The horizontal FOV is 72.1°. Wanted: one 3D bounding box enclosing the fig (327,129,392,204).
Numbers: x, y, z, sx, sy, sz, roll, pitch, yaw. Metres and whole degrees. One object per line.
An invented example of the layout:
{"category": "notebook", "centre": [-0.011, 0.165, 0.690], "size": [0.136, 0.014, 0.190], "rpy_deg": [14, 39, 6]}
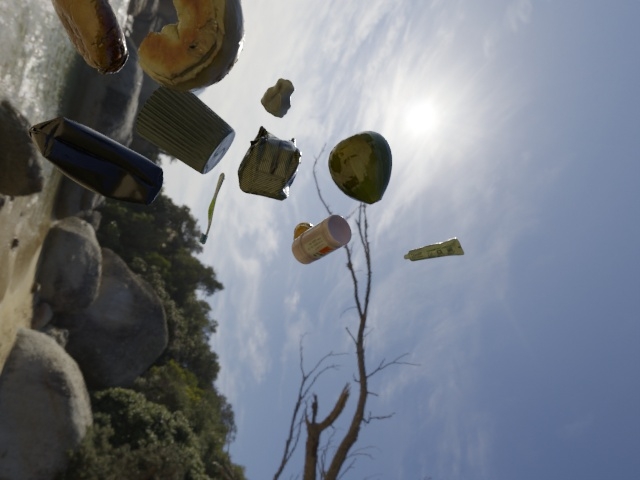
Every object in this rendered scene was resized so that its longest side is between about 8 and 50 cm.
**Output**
{"category": "fig", "centre": [0.190, -0.312, 1.947], "size": [0.316, 0.316, 0.316], "rpy_deg": [-41, -140, 47]}

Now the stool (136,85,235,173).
{"category": "stool", "centre": [-0.575, -0.486, 1.933], "size": [0.297, 0.330, 0.297], "rpy_deg": [-53, -175, 6]}

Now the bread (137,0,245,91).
{"category": "bread", "centre": [-0.275, -0.486, 1.056], "size": [0.314, 0.192, 0.171], "rpy_deg": [-52, 169, 20]}

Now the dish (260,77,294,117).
{"category": "dish", "centre": [-0.131, -0.428, 1.339], "size": [0.137, 0.091, 0.039], "rpy_deg": [-46, -165, 44]}

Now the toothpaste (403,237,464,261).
{"category": "toothpaste", "centre": [0.372, 0.038, 1.474], "size": [0.218, 0.064, 0.041], "rpy_deg": [-15, -161, 44]}

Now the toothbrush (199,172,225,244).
{"category": "toothbrush", "centre": [-0.354, -0.109, 1.454], "size": [0.022, 0.026, 0.262], "rpy_deg": [0, -115, 28]}

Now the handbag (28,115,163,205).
{"category": "handbag", "centre": [-0.656, -0.226, 1.251], "size": [0.288, 0.342, 0.152], "rpy_deg": [18, -100, 46]}

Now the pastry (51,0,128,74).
{"category": "pastry", "centre": [-0.815, -0.773, 1.555], "size": [0.356, 0.164, 0.356], "rpy_deg": [47, -25, 30]}

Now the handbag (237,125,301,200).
{"category": "handbag", "centre": [-0.216, -0.338, 1.903], "size": [0.340, 0.248, 0.240], "rpy_deg": [-107, -145, -62]}

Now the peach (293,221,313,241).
{"category": "peach", "centre": [-0.072, -0.001, 1.991], "size": [0.179, 0.103, 0.179], "rpy_deg": [174, -90, -87]}

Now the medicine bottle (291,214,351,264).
{"category": "medicine bottle", "centre": [0.000, 0.000, 1.777], "size": [0.250, 0.133, 0.133], "rpy_deg": [-30, -131, 45]}
